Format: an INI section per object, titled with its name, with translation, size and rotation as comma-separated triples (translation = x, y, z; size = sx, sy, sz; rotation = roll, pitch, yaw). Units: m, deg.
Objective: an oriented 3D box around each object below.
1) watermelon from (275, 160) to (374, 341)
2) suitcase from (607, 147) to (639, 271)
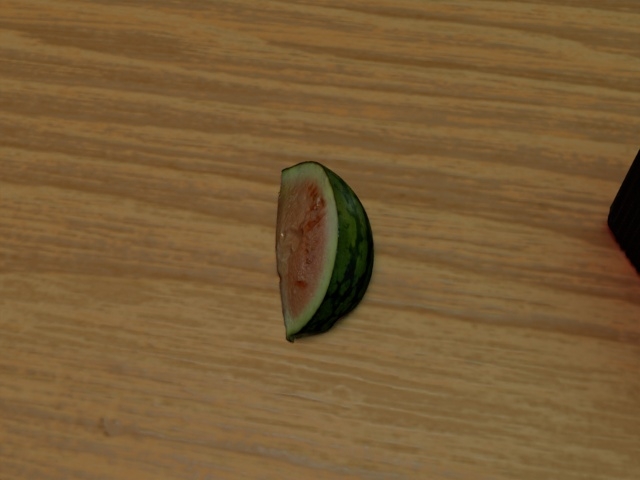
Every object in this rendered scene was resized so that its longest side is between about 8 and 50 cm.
[watermelon]
translation = 0.014, 0.001, 0.639
size = 0.069, 0.087, 0.163
rotation = 16, 58, -33
[suitcase]
translation = 0.323, -0.029, 0.480
size = 0.152, 0.335, 0.230
rotation = -22, 63, -6
